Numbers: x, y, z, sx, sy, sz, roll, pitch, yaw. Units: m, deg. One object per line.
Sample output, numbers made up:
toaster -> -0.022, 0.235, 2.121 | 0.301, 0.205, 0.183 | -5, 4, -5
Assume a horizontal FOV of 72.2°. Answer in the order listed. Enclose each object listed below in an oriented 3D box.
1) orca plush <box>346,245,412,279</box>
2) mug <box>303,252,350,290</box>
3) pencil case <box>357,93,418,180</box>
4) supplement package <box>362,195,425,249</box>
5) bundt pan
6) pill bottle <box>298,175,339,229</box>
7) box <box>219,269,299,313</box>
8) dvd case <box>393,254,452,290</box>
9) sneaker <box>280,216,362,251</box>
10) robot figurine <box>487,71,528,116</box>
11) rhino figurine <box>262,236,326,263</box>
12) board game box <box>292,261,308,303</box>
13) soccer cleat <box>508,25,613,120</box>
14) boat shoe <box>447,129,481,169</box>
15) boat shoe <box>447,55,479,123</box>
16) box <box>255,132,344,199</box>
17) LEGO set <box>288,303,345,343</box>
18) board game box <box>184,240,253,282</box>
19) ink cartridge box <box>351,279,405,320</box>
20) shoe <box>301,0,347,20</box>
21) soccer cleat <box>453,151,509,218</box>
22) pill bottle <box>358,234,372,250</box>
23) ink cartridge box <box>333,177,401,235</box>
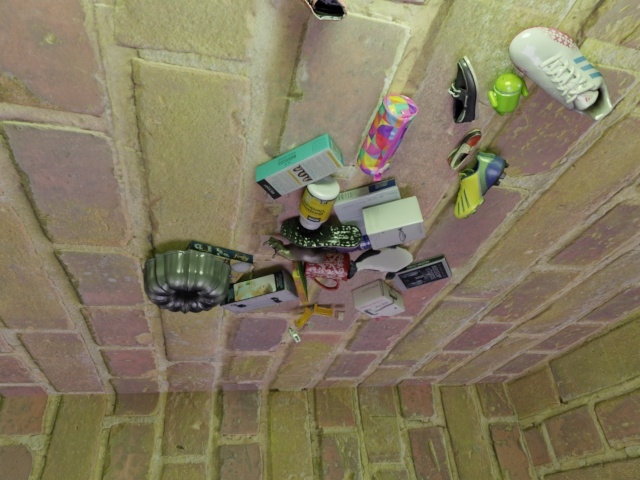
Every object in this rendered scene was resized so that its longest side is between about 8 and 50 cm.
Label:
orca plush -> 0.217, 0.086, 1.712 | 0.287, 0.151, 0.102 | -24, -168, -24
mug -> 0.021, 0.115, 1.699 | 0.169, 0.150, 0.113 | 5, 170, -9
pencil case -> 0.177, -0.277, 1.191 | 0.104, 0.104, 0.236 | 2, 144, -13
supplement package -> 0.240, -0.056, 1.433 | 0.179, 0.105, 0.105 | -14, 145, 11
bundt pan -> -0.495, 0.173, 1.632 | 0.330, 0.124, 0.331 | -4, 147, -3
pill bottle -> -0.011, -0.117, 1.385 | 0.103, 0.103, 0.184 | 3, 145, -15
box -> -0.253, 0.218, 1.819 | 0.290, 0.087, 0.169 | -15, 157, 13
dvd case -> 0.439, 0.145, 1.911 | 0.238, 0.030, 0.179 | -18, 145, 17
sneaker -> 0.000, 0.000, 1.536 | 0.283, 0.107, 0.124 | 10, 160, 5
robot figurine -> 0.477, -0.377, 1.125 | 0.101, 0.067, 0.115 | -18, 145, -1
rhino figurine -> -0.090, 0.030, 1.582 | 0.243, 0.106, 0.073 | 8, 142, -21
board game box -> -0.081, 0.140, 1.729 | 0.039, 0.124, 0.259 | -6, 146, 0
soccer cleat -> 0.592, -0.395, 1.051 | 0.331, 0.143, 0.116 | 15, 140, -29
boat shoe -> 0.428, -0.267, 1.298 | 0.049, 0.043, 0.137 | 14, 139, -24
boat shoe -> 0.359, -0.370, 1.109 | 0.065, 0.075, 0.206 | -19, 148, 12
box -> -0.062, -0.211, 1.277 | 0.244, 0.060, 0.100 | -21, 143, 20
LEGO set -> -0.027, 0.378, 2.107 | 0.287, 0.132, 0.107 | -23, 167, -16
board game box -> -0.402, 0.086, 1.667 | 0.243, 0.042, 0.165 | 17, 139, -31
ink cartridge box -> 0.269, 0.279, 2.022 | 0.158, 0.092, 0.218 | -26, 139, 26
shoe -> -0.025, -0.494, 0.855 | 0.178, 0.081, 0.063 | 14, 141, -27
soccer cleat -> 0.492, -0.179, 1.423 | 0.121, 0.093, 0.289 | 27, 148, 5
pill bottle -> 0.143, 0.004, 1.621 | 0.120, 0.067, 0.067 | -16, 145, 14
ink cartridge box -> 0.170, -0.103, 1.489 | 0.223, 0.045, 0.224 | -14, 146, 12
